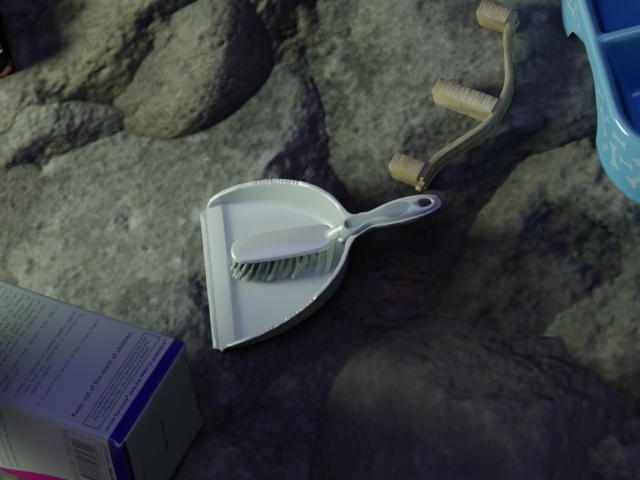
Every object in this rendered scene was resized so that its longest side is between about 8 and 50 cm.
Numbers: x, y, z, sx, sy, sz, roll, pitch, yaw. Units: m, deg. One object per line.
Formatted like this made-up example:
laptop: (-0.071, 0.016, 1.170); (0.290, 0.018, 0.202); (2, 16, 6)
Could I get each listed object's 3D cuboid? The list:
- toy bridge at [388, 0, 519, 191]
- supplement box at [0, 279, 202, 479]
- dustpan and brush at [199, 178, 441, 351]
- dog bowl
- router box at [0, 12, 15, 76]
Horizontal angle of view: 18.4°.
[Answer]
toy bridge: (0.127, -0.119, 1.696); (0.063, 0.026, 0.188); (22, 70, 21)
supplement box: (-0.220, 0.122, 1.587); (0.220, 0.111, 0.114); (17, 52, 19)
dustpan and brush: (0.000, 0.000, 1.642); (0.211, 0.060, 0.147); (-11, 61, 7)
dog bowl: (0.295, -0.165, 1.655); (0.166, 0.074, 0.297); (-14, 60, 6)
router box: (-0.342, -0.196, 1.837); (0.092, 0.038, 0.122); (-19, 60, 2)
